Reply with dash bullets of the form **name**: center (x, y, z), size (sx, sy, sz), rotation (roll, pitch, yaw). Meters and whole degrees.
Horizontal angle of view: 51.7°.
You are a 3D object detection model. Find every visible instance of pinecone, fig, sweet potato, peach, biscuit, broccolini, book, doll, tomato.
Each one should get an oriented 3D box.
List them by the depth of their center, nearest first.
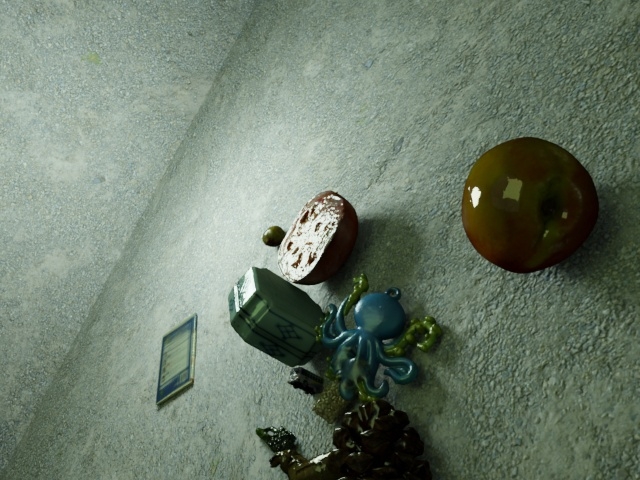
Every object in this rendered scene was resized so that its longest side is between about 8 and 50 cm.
- **peach**: center (0.461, -0.083, 1.510), size (0.307, 0.308, 0.332), rotation (-57, 18, 1)
- **pinecone**: center (0.132, 0.496, 1.511), size (0.244, 0.244, 0.309), rotation (-40, 24, 25)
- **sweet potato**: center (-0.017, 0.603, 1.733), size (0.310, 0.098, 0.124), rotation (-22, 41, 37)
- **doll**: center (0.142, 0.271, 1.766), size (0.346, 0.099, 0.341), rotation (16, 70, 38)
- **biscuit**: center (0.053, 0.417, 1.805), size (0.168, 0.082, 0.070), rotation (-54, -2, 5)
- **broccolini**: center (-0.149, 0.585, 1.938), size (0.203, 0.068, 0.091), rotation (-7, 78, 50)
- **tomato**: center (0.010, 0.007, 2.120), size (0.338, 0.144, 0.338), rotation (-38, 34, 31)
- **fig**: center (-0.167, -0.023, 2.434), size (0.084, 0.082, 0.098), rotation (107, -176, -49)
- **book**: center (-0.563, 0.463, 2.595), size (0.228, 0.018, 0.322), rotation (-34, 41, 29)

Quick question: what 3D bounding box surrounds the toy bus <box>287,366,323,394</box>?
- **toy bus**: center (-0.042, 0.405, 1.910), size (0.052, 0.102, 0.058), rotation (-24, 44, 40)

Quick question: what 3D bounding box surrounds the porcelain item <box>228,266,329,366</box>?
- **porcelain item**: center (-0.132, 0.228, 1.971), size (0.157, 0.286, 0.281), rotation (-51, 23, 13)
